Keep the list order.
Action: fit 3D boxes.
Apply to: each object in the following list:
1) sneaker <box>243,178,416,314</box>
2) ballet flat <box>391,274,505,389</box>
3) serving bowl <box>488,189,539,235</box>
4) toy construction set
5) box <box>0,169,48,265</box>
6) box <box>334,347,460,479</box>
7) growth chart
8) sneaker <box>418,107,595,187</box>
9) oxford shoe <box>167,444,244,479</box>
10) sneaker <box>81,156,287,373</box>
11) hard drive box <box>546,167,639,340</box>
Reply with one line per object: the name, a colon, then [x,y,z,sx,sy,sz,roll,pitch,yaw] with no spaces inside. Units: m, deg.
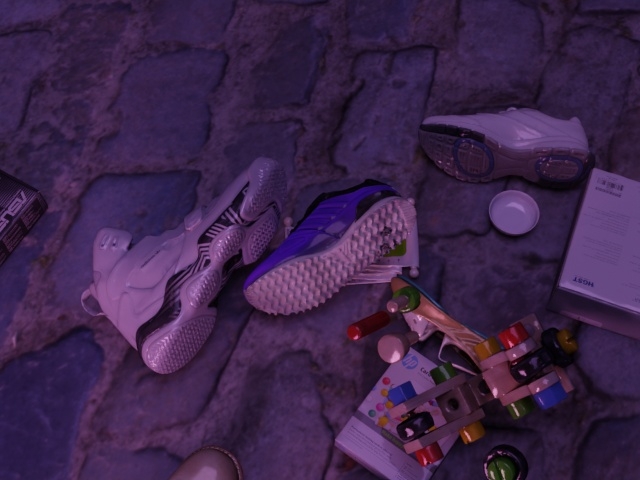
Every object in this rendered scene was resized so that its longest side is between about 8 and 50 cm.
sneaker: [0.001,0.000,1.481,0.293,0.102,0.146,-31,40,-3]
ballet flat: [0.187,0.142,1.439,0.232,0.080,0.073,35,79,17]
serving bowl: [0.321,-0.041,1.559,0.083,0.027,0.083,0,62,0]
toy construction set: [0.217,0.176,1.326,0.309,0.257,0.237,37,25,20]
box: [-0.617,-0.014,1.527,0.216,0.060,0.270,28,66,14]
box: [0.133,0.270,1.393,0.145,0.038,0.186,34,67,15]
growth chart: [0.051,0.005,1.540,0.237,0.021,0.172,-7,62,-4]
sneaker: [0.314,-0.170,1.599,0.297,0.111,0.129,10,47,1]
oxford shoe: [-0.214,0.448,1.239,0.140,0.146,0.397,19,64,10]
sneaker: [-0.217,0.003,1.436,0.210,0.137,0.365,30,86,22]
hard drive box: [0.483,0.023,1.491,0.181,0.089,0.232,20,64,10]
